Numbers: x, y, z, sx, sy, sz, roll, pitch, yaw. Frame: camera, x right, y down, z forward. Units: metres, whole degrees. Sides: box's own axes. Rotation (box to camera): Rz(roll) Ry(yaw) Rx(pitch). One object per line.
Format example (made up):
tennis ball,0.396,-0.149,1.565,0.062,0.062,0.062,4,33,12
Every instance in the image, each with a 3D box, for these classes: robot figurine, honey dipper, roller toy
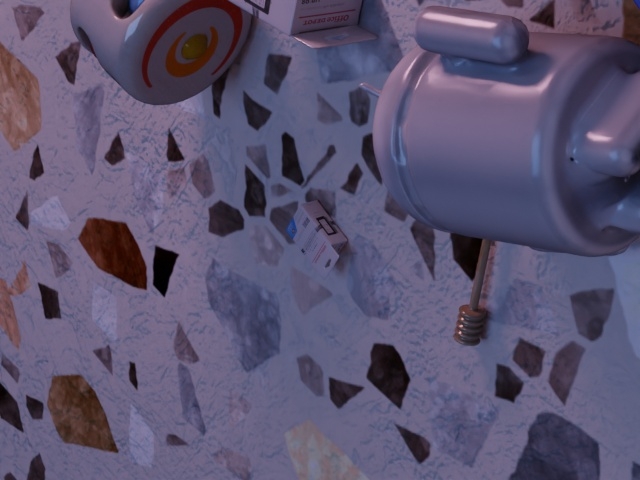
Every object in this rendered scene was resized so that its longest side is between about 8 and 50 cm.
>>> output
robot figurine,0.191,-0.095,1.551,0.353,0.200,0.300,12,140,47
honey dipper,0.171,0.036,1.757,0.030,0.030,0.161,31,121,40
roller toy,-0.184,-0.261,1.942,0.146,0.191,0.209,46,133,28

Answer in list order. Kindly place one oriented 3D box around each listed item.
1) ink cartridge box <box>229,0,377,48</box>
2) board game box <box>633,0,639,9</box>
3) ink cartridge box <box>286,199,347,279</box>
ink cartridge box,-0.024,-0.276,1.820,0.180,0.104,0.060,34,125,37
board game box,0.300,-0.354,1.367,0.233,0.078,0.347,-39,80,38
ink cartridge box,0.000,0.000,1.942,0.083,0.028,0.048,54,137,23
